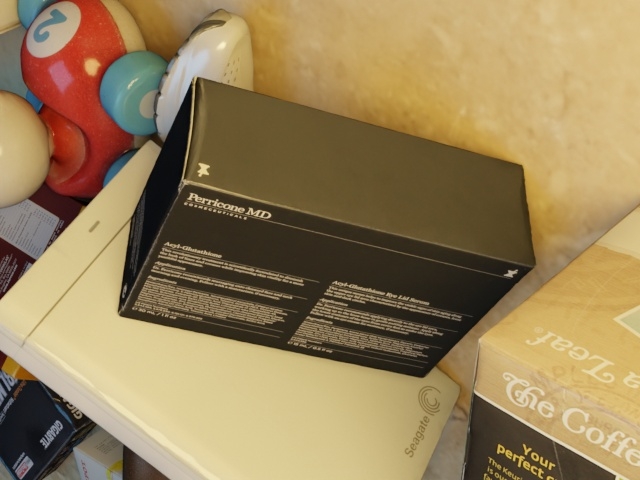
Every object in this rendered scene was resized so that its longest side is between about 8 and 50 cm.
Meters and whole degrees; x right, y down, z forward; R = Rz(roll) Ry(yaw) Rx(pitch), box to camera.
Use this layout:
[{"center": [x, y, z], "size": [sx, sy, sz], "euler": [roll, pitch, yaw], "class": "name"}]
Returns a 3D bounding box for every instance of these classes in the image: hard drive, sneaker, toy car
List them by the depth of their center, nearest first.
[{"center": [-0.064, 0.099, 0.909], "size": [0.353, 0.233, 0.047], "euler": [39, 137, -6], "class": "hard drive"}, {"center": [-0.070, -0.072, 1.004], "size": [0.129, 0.111, 0.297], "euler": [22, 137, 21], "class": "sneaker"}, {"center": [-0.281, -0.113, 1.041], "size": [0.219, 0.238, 0.210], "euler": [43, 141, 37], "class": "toy car"}]

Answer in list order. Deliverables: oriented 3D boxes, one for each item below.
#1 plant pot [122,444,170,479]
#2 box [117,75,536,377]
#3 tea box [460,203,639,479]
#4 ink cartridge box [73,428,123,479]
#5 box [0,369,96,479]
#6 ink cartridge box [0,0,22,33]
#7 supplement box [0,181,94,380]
[{"center": [-0.096, 0.152, 1.057], "size": [0.215, 0.215, 0.230], "euler": [28, 137, 32], "class": "plant pot"}, {"center": [0.000, 0.000, 0.840], "size": [0.184, 0.261, 0.103], "euler": [127, 151, -51], "class": "box"}, {"center": [0.276, 0.201, 0.704], "size": [0.329, 0.220, 0.323], "euler": [28, 134, 32], "class": "tea box"}, {"center": [-0.186, 0.295, 1.334], "size": [0.176, 0.127, 0.128], "euler": [21, 129, 37], "class": "ink cartridge box"}, {"center": [-0.450, 0.189, 1.595], "size": [0.293, 0.073, 0.295], "euler": [54, 142, 7], "class": "box"}, {"center": [-0.508, -0.319, 1.159], "size": [0.395, 0.166, 0.285], "euler": [-6, 112, 32], "class": "ink cartridge box"}, {"center": [-0.317, 0.025, 1.206], "size": [0.194, 0.129, 0.191], "euler": [28, 93, 25], "class": "supplement box"}]
